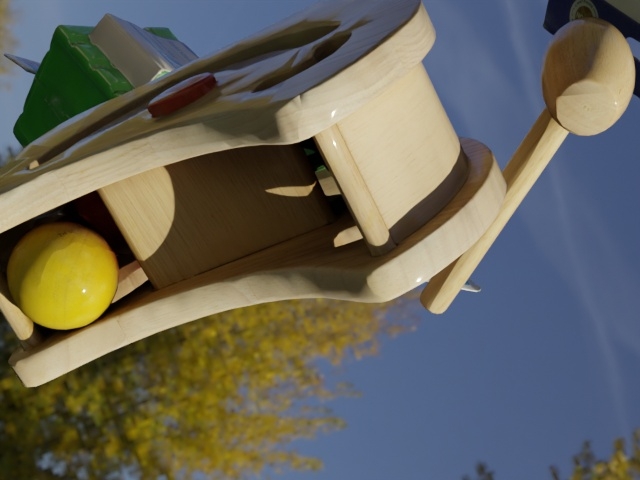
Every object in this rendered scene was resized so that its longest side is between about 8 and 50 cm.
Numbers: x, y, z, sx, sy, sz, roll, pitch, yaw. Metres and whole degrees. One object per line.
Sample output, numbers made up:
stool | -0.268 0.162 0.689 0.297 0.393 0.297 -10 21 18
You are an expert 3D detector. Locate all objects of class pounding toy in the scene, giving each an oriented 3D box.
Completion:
pounding toy | 0.000 0.000 0.518 0.155 0.269 0.154 62 16 -18

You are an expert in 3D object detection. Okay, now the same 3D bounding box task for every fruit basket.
fruit basket | -0.067 -0.074 1.162 0.327 0.353 0.165 46 -59 49

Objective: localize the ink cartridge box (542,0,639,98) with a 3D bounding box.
ink cartridge box | 0.214 -0.180 0.809 0.223 0.045 0.224 47 -43 43
